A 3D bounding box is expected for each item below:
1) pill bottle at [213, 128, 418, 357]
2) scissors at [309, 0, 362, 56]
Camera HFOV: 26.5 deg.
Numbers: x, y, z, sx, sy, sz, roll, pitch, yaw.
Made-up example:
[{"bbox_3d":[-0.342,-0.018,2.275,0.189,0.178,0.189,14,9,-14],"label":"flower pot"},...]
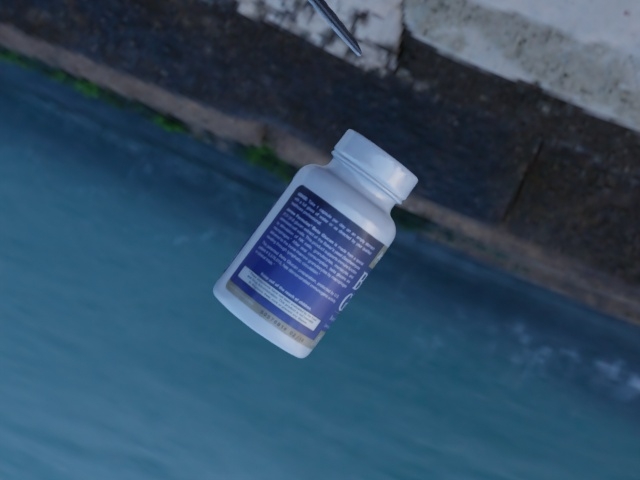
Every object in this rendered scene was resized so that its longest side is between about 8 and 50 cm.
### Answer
[{"bbox_3d":[0.000,0.000,1.069,0.094,0.169,0.094,36,-179,-1],"label":"pill bottle"},{"bbox_3d":[-0.071,-0.255,0.999,0.297,0.021,0.109,57,-163,15],"label":"scissors"}]
